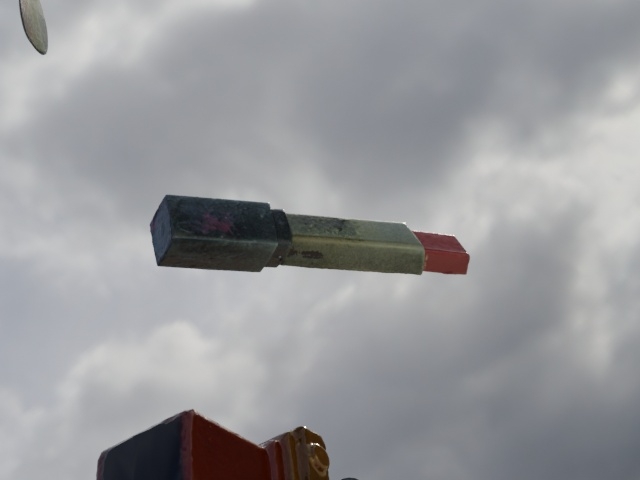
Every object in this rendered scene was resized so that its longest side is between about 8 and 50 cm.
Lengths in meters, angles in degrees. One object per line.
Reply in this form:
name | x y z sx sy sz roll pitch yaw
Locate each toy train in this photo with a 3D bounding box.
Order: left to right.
toy train | -0.130 0.273 1.450 0.369 0.163 0.231 -28 -44 24

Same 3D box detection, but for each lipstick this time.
lipstick | 0.000 0.000 1.538 0.312 0.051 0.051 4 -39 -25

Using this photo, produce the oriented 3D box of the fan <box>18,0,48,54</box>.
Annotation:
fan | -0.201 -0.164 1.172 0.003 0.080 0.060 -10 -38 6
